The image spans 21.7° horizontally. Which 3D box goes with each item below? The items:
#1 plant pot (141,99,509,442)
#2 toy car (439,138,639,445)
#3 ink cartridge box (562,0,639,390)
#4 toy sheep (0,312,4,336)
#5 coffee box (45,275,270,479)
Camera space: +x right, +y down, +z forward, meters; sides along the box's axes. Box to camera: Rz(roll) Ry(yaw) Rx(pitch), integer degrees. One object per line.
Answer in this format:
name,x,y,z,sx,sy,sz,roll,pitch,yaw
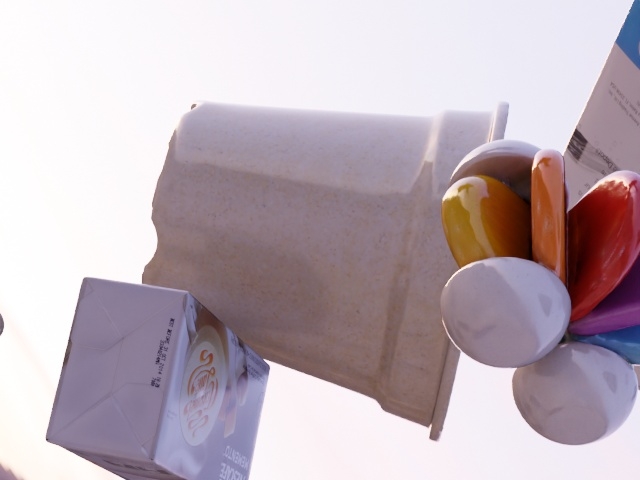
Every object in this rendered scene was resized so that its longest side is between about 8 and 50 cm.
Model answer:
plant pot,0.000,0.000,1.614,0.305,0.334,0.334,12,-26,5
toy car,0.158,0.019,1.002,0.182,0.136,0.159,47,31,-31
ink cartridge box,0.428,-0.061,1.913,0.285,0.166,0.395,56,-42,38
toy sheep,-0.276,0.038,1.139,0.132,0.091,0.091,25,-5,-22
coffee box,-0.130,0.135,1.412,0.098,0.141,0.246,7,-17,16
